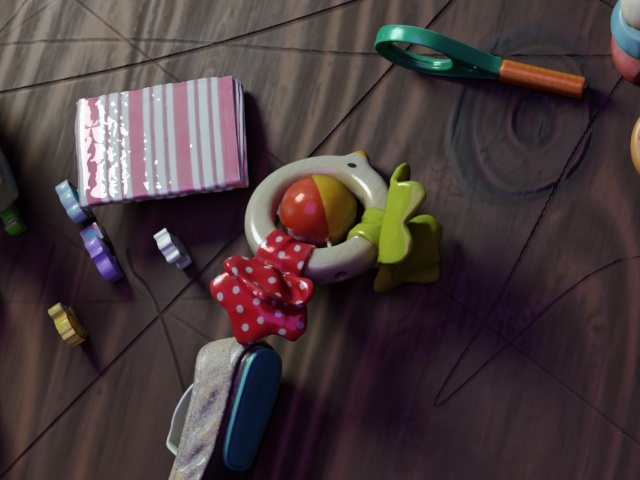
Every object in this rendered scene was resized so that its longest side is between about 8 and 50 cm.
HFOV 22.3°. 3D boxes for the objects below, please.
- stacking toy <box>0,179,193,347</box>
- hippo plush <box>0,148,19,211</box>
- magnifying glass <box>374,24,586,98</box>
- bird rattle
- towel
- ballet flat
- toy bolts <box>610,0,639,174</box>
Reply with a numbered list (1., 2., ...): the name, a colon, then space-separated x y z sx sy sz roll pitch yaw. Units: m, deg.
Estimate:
1. stacking toy: -0.266 -0.012 1.848 0.167 0.052 0.221 -34 69 6
2. hippo plush: -0.499 -0.130 1.812 0.237 0.234 0.294 -21 66 -1
3. magnifying glass: 0.171 -0.191 1.751 0.231 0.092 0.026 16 78 9
4. bird rattle: 0.000 0.000 1.731 0.254 0.143 0.207 -22 49 2
5. towel: -0.180 -0.108 1.829 0.197 0.029 0.144 -8 62 6
6. ballet flat: -0.127 0.252 1.730 0.106 0.107 0.316 8 73 36
7. toy bolts: 0.389 -0.176 1.635 0.218 0.158 0.228 -27 71 9
